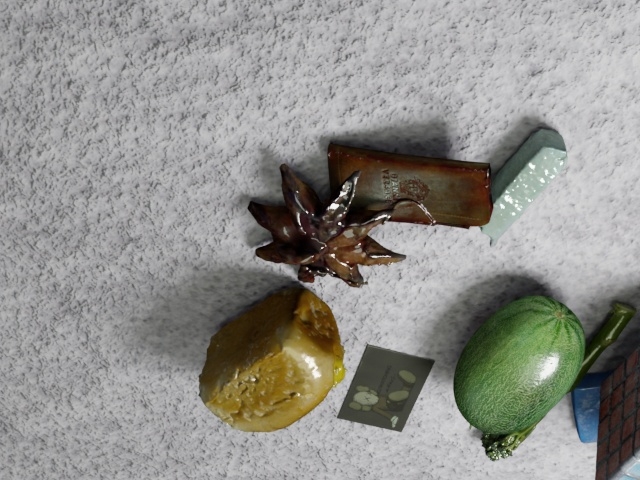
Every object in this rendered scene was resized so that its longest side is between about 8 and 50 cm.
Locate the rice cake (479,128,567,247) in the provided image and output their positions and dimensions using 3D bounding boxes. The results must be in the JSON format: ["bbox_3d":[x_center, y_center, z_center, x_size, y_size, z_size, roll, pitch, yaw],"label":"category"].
[{"bbox_3d":[0.302,-0.085,1.738,0.063,0.069,0.206,28,125,-18],"label":"rice cake"}]

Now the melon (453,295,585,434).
[{"bbox_3d":[0.324,0.217,1.887,0.182,0.182,0.287,26,120,-17],"label":"melon"}]

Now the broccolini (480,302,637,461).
[{"bbox_3d":[0.408,0.243,1.992,0.074,0.079,0.392,30,114,-7],"label":"broccolini"}]

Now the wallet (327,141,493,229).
[{"bbox_3d":[0.137,-0.078,1.723,0.255,0.031,0.137,8,133,18],"label":"wallet"}]

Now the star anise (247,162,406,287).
[{"bbox_3d":[0.000,0.000,1.763,0.272,0.102,0.272,9,135,10],"label":"star anise"}]

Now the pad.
[{"bbox_3d":[0.117,0.270,2.037,0.127,0.004,0.190,13,125,-9],"label":"pad"}]

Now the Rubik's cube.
[{"bbox_3d":[0.604,0.305,1.825,0.237,0.238,0.237,21,141,-4],"label":"Rubik's cube"}]

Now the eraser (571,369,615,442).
[{"bbox_3d":[0.609,0.282,2.014,0.312,0.042,0.144,-10,125,8],"label":"eraser"}]

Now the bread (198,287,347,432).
[{"bbox_3d":[-0.076,0.212,1.881,0.246,0.195,0.176,-34,112,25],"label":"bread"}]
